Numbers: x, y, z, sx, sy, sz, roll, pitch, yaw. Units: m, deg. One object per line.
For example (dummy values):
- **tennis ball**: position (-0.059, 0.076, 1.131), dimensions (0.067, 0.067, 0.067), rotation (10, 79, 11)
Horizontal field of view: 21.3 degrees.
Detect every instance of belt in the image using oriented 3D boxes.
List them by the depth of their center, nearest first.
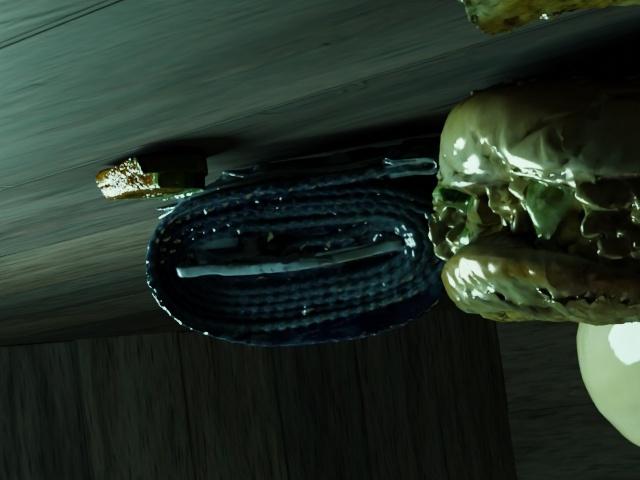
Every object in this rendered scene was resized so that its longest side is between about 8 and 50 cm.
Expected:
- **belt**: position (0.000, 0.000, 1.164), dimensions (0.218, 0.122, 0.128), rotation (-7, -169, 15)

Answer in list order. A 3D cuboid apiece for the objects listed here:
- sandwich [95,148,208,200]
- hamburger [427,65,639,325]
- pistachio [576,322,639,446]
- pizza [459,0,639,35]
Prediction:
- **sandwich**: position (-0.107, -0.040, 1.106), dimensions (0.069, 0.026, 0.101), rotation (-7, 176, -28)
- **hamburger**: position (0.184, -0.025, 0.970), dimensions (0.243, 0.146, 0.286), rotation (1, 177, -22)
- **pistachio**: position (0.321, 0.047, 1.313), dimensions (0.229, 0.321, 0.238), rotation (-10, -141, -21)
- **pizza**: position (0.117, -0.114, 0.601), dimensions (0.181, 0.034, 0.262), rotation (-8, 174, 5)
